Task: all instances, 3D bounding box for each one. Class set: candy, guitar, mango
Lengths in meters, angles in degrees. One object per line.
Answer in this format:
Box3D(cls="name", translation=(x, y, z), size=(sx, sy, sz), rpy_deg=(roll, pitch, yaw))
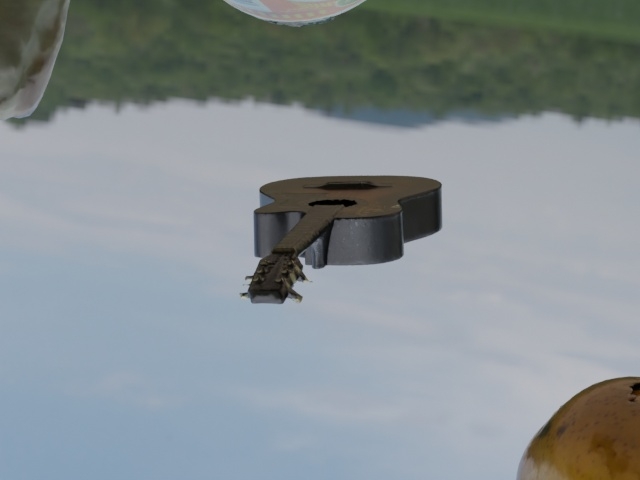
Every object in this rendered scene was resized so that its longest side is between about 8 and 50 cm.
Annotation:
Box3D(cls="candy", translation=(-0.207, -0.196, 1.178), size=(0.104, 0.234, 0.102), rpy_deg=(10, -178, -15))
Box3D(cls="guitar", translation=(0.000, 0.000, 0.803), size=(0.088, 0.025, 0.233), rpy_deg=(1, -168, 10))
Box3D(cls="mango", translation=(0.230, 0.200, 1.230), size=(0.160, 0.191, 0.290), rpy_deg=(-9, -153, -11))

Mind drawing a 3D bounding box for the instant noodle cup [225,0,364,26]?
Box3D(cls="instant noodle cup", translation=(-0.023, -0.169, 0.751), size=(0.168, 0.168, 0.185), rpy_deg=(9, 172, 11))
